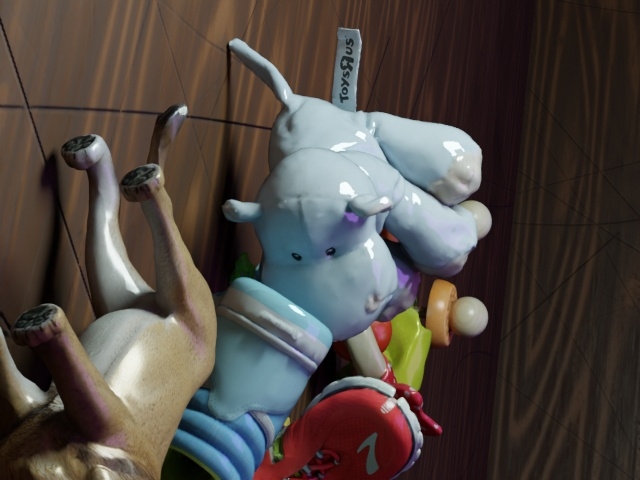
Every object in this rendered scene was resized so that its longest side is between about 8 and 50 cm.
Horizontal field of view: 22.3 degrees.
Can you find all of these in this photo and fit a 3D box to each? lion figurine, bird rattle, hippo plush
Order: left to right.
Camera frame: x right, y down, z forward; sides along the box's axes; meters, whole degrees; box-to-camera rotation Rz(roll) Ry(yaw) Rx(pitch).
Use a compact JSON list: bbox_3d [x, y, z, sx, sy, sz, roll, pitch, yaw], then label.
[{"bbox_3d":[-0.138,0.096,1.099,0.392,0.142,0.240,-56,133,-47],"label":"lion figurine"},{"bbox_3d":[0.038,-0.034,1.499,0.236,0.234,0.294,-81,165,-73],"label":"hippo plush"},{"bbox_3d":[0.052,0.143,1.989,0.253,0.143,0.207,-71,138,-72],"label":"bird rattle"}]

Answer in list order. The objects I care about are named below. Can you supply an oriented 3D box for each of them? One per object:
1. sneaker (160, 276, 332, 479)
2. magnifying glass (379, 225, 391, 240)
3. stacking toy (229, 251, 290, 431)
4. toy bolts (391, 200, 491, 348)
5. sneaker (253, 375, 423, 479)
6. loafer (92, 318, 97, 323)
[{"bbox_3d":[-0.098,0.154,1.427,0.208,0.127,0.319,-58,177,-13],"label":"sneaker"},{"bbox_3d":[0.082,-0.035,2.173,0.231,0.092,0.026,86,7,-69],"label":"magnifying glass"},{"bbox_3d":[-0.043,0.080,1.722,0.167,0.052,0.221,-63,152,-59],"label":"stacking toy"},{"bbox_3d":[0.178,0.028,2.392,0.218,0.159,0.228,-54,145,-66],"label":"toy bolts"},{"bbox_3d":[-0.019,0.219,1.475,0.107,0.279,0.118,51,40,-4],"label":"sneaker"},{"bbox_3d":[-0.159,0.140,1.195,0.078,0.080,0.220,68,28,-61],"label":"loafer"}]
